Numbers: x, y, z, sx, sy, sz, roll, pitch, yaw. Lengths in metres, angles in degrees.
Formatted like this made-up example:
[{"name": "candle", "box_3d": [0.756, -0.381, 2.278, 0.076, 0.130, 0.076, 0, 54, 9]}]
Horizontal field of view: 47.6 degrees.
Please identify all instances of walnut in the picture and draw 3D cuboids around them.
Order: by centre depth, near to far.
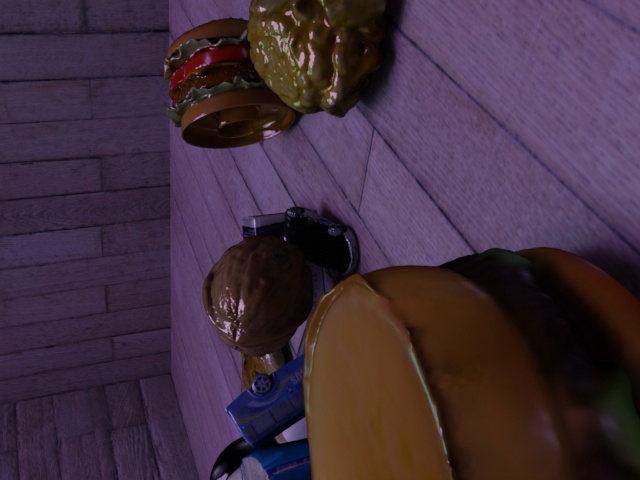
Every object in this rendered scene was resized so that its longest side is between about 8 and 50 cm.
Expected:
[{"name": "walnut", "box_3d": [-0.109, 0.093, 1.294, 0.245, 0.198, 0.198, -71, -6, -49]}]

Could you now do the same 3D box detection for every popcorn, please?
[{"name": "popcorn", "box_3d": [-0.001, -0.298, 1.122, 0.286, 0.173, 0.225, 19, 130, 56]}]

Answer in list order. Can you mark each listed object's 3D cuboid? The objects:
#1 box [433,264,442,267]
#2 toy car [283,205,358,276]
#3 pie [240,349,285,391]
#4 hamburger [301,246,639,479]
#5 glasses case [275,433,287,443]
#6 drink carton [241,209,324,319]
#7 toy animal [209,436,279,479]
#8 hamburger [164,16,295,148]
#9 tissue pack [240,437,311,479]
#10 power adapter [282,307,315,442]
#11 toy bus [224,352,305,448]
[{"name": "box", "box_3d": [0.137, 0.138, 1.024, 0.194, 0.073, 0.139, 119, 140, -59]}, {"name": "toy car", "box_3d": [0.000, 0.000, 1.345, 0.205, 0.056, 0.095, 24, 120, 42]}, {"name": "pie", "box_3d": [-0.156, 0.292, 1.864, 0.337, 0.075, 0.338, 173, 90, -70]}, {"name": "hamburger", "box_3d": [0.167, 0.202, 0.671, 0.396, 0.277, 0.396, 175, 90, -72]}, {"name": "glasses case", "box_3d": [-0.035, 0.384, 1.579, 0.313, 0.070, 0.131, 154, 107, -68]}, {"name": "drink carton", "box_3d": [-0.074, 0.055, 1.477, 0.102, 0.134, 0.222, -176, 79, -67]}, {"name": "toy animal", "box_3d": [-0.128, 0.578, 1.664, 0.310, 0.251, 0.251, -12, 86, 65]}, {"name": "hamburger", "box_3d": [-0.182, -0.321, 1.444, 0.274, 0.274, 0.212, 144, 115, -67]}, {"name": "tissue pack", "box_3d": [0.026, 0.360, 1.119, 0.209, 0.269, 0.137, 138, 119, -68]}, {"name": "power adapter", "box_3d": [0.007, 0.263, 1.290, 0.255, 0.124, 0.187, 105, 177, -47]}, {"name": "toy bus", "box_3d": [-0.027, 0.220, 1.107, 0.094, 0.236, 0.079, 57, 173, 14]}]
